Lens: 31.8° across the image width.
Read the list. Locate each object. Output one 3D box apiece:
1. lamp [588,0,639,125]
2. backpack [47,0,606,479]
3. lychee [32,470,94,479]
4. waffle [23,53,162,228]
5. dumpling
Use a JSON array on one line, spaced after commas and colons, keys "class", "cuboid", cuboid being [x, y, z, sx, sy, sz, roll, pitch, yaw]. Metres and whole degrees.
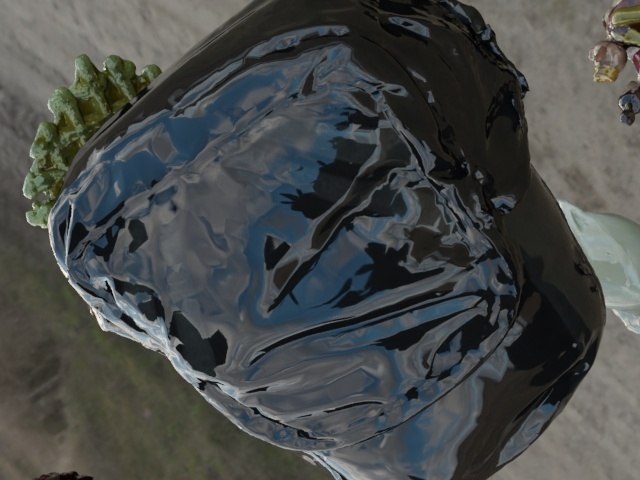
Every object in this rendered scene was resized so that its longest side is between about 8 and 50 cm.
[{"class": "lamp", "cuboid": [0.434, -0.280, 1.527, 0.118, 0.253, 0.118, 27, 180, 0]}, {"class": "backpack", "cuboid": [0.034, 0.023, 0.873, 0.446, 0.363, 0.255, 51, -167, -24]}, {"class": "lychee", "cuboid": [-0.175, 0.214, 0.753, 0.123, 0.129, 0.123, 161, 90, -79]}, {"class": "waffle", "cuboid": [-0.176, -0.071, 1.011, 0.169, 0.183, 0.036, 16, 177, -28]}, {"class": "dumpling", "cuboid": [0.392, 0.040, 1.523, 0.229, 0.124, 0.151, 52, 165, 21]}]
